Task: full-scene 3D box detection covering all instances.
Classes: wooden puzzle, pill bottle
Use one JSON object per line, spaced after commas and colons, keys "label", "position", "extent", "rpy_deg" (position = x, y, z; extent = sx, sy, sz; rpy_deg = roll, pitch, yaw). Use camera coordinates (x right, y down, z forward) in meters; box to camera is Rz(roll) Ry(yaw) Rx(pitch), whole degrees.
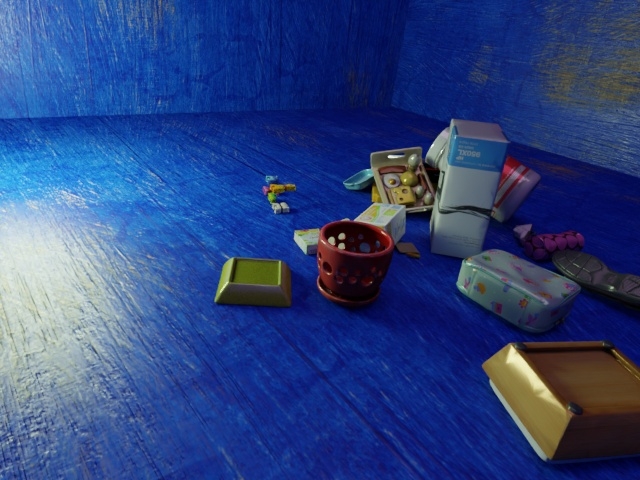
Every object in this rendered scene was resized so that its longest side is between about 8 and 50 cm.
{"label": "wooden puzzle", "position": [0.279, 0.026, 1.447], "extent": [0.078, 0.014, 0.116], "rpy_deg": [9, 26, -7]}
{"label": "pill bottle", "position": [0.634, -0.273, 1.775], "extent": [0.407, 0.229, 0.229], "rpy_deg": [40, 37, 18]}

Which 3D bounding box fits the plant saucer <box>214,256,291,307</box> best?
{"label": "plant saucer", "position": [-0.168, 0.097, 1.152], "extent": [0.188, 0.045, 0.188], "rpy_deg": [4, 27, -7]}

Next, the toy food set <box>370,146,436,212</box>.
{"label": "toy food set", "position": [0.340, -0.238, 1.750], "extent": [0.219, 0.092, 0.306], "rpy_deg": [-8, 57, -7]}

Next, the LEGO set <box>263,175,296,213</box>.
{"label": "LEGO set", "position": [-0.147, -0.186, 1.678], "extent": [0.093, 0.087, 0.227], "rpy_deg": [-3, 29, -19]}

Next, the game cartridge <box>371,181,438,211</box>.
{"label": "game cartridge", "position": [0.379, -0.200, 1.891], "extent": [0.323, 0.053, 0.285], "rpy_deg": [6, 26, 4]}

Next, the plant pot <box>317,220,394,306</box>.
{"label": "plant pot", "position": [0.081, 0.064, 1.137], "extent": [0.191, 0.174, 0.191], "rpy_deg": [6, 26, -3]}

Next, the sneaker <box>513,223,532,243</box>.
{"label": "sneaker", "position": [0.738, -0.021, 1.627], "extent": [0.061, 0.054, 0.152], "rpy_deg": [4, 19, 29]}

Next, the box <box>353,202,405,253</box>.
{"label": "box", "position": [0.193, -0.042, 1.438], "extent": [0.114, 0.103, 0.203], "rpy_deg": [7, 24, 25]}

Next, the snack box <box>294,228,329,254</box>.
{"label": "snack box", "position": [0.000, 0.000, 1.398], "extent": [0.141, 0.037, 0.100], "rpy_deg": [-6, 31, -26]}

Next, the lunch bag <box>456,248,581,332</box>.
{"label": "lunch bag", "position": [0.535, 0.128, 1.201], "extent": [0.224, 0.108, 0.279], "rpy_deg": [-12, 33, -39]}

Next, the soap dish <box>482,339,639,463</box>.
{"label": "soap dish", "position": [0.500, 0.294, 0.849], "extent": [0.290, 0.118, 0.229], "rpy_deg": [2, 27, -13]}

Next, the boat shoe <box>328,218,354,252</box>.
{"label": "boat shoe", "position": [0.069, 0.012, 1.337], "extent": [0.075, 0.065, 0.206], "rpy_deg": [-23, 31, 21]}

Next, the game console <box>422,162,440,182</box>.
{"label": "game console", "position": [0.478, -0.305, 2.046], "extent": [0.386, 0.060, 0.342], "rpy_deg": [-1, 21, -24]}

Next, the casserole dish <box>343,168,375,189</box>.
{"label": "casserole dish", "position": [0.183, -0.262, 1.919], "extent": [0.114, 0.037, 0.188], "rpy_deg": [10, 36, 46]}

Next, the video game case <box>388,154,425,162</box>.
{"label": "video game case", "position": [0.394, -0.410, 2.234], "extent": [0.206, 0.026, 0.227], "rpy_deg": [9, 9, 30]}

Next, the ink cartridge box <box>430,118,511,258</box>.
{"label": "ink cartridge box", "position": [0.479, -0.174, 1.473], "extent": [0.166, 0.395, 0.285], "rpy_deg": [10, 26, 10]}

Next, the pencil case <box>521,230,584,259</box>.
{"label": "pencil case", "position": [0.801, 0.011, 1.529], "extent": [0.209, 0.095, 0.098], "rpy_deg": [-3, 13, -25]}

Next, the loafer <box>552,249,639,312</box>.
{"label": "loafer", "position": [0.840, 0.128, 1.329], "extent": [0.109, 0.095, 0.302], "rpy_deg": [-38, 38, -15]}
